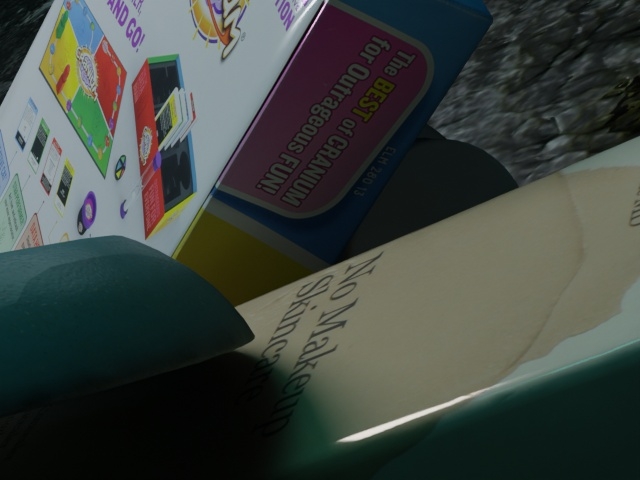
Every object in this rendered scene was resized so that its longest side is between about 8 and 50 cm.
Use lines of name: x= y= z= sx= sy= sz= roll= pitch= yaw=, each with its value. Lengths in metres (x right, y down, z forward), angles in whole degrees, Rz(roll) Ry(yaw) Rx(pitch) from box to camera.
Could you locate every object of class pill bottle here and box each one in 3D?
pill bottle: x=0.000 y=0.000 z=0.834 sx=0.121 sy=0.121 sz=0.216 roll=-41 pitch=20 yaw=-21

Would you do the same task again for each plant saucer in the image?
plant saucer: x=-0.179 y=0.044 z=0.541 sx=0.317 sy=0.044 sz=0.317 roll=-13 pitch=1 yaw=0

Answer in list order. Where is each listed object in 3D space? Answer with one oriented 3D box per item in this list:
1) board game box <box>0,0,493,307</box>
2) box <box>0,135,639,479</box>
board game box: x=-0.068 y=-0.041 z=0.780 sx=0.316 sy=0.064 sz=0.242 roll=-57 pitch=33 yaw=28
box: x=0.015 y=0.088 z=0.591 sx=0.311 sy=0.121 sz=0.148 roll=-24 pitch=20 yaw=27
